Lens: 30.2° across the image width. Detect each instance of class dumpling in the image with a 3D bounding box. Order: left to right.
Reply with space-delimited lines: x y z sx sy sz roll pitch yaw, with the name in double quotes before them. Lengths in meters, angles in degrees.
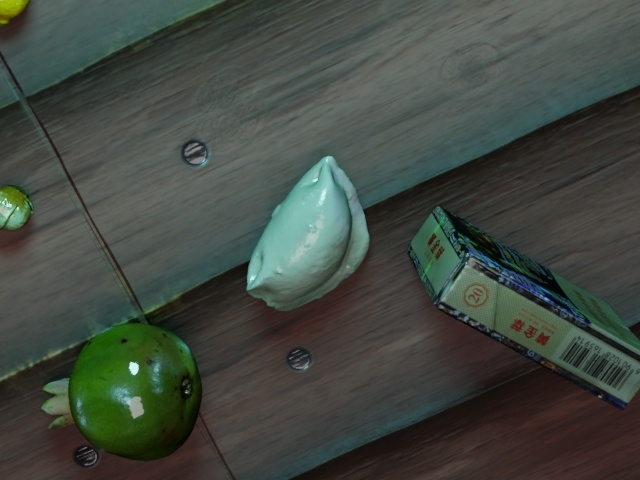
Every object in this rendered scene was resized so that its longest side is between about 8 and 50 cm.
"dumpling" -0.011 -0.005 1.570 0.104 0.149 0.217 30 100 23

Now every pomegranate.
"pomegranate" -0.269 0.204 1.574 0.225 0.187 0.187 -14 113 24

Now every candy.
"candy" -0.455 -0.084 1.508 0.202 0.061 0.061 37 102 -9

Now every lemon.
"lemon" -0.378 -0.299 1.425 0.062 0.062 0.083 7 109 -10

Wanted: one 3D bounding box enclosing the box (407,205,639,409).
"box" 0.276 0.086 1.575 0.310 0.198 0.084 29 105 -16
